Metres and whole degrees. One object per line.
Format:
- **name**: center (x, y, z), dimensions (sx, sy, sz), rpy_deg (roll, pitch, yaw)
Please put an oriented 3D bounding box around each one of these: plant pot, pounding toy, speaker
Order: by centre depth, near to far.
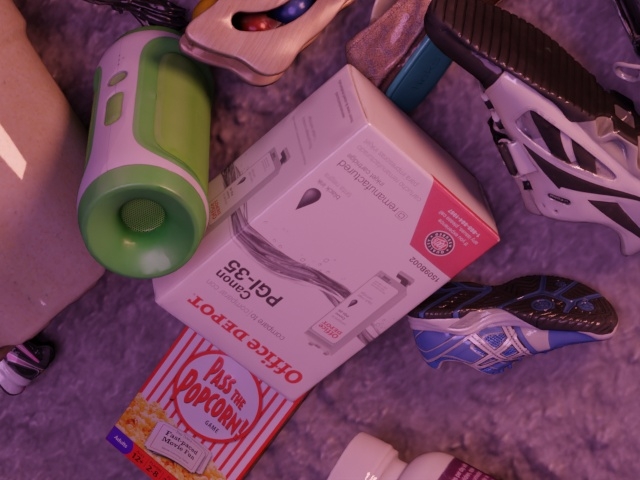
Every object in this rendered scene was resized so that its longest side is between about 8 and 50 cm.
- **pounding toy**: center (-0.027, -0.281, 1.708), dimensions (0.154, 0.155, 0.269), rpy_deg (44, 80, -4)
- **speaker**: center (-0.167, -0.092, 1.716), dimensions (0.131, 0.296, 0.131), rpy_deg (-1, 125, -1)
- **plant pot**: center (-0.353, -0.055, 1.803), dimensions (0.334, 0.334, 0.305), rpy_deg (-37, 98, 19)

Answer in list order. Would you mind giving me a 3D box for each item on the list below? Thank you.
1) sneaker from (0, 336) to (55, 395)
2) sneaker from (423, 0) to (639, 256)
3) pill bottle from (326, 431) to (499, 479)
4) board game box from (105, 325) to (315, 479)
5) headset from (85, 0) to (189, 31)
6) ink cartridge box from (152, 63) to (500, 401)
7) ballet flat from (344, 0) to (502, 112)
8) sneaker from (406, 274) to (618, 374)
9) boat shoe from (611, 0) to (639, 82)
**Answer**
- **sneaker**: center (-0.353, 0.076, 1.938), dimensions (0.077, 0.072, 0.178), rpy_deg (-34, 95, 7)
- **sneaker**: center (0.211, -0.096, 1.674), dimensions (0.330, 0.122, 0.146), rpy_deg (36, 122, -9)
- **pill bottle**: center (0.143, 0.314, 1.757), dimensions (0.301, 0.169, 0.169), rpy_deg (28, 105, 11)
- **board game box**: center (-0.117, 0.182, 1.882), dimensions (0.147, 0.045, 0.193), rpy_deg (38, 107, 8)
- **headset**: center (-0.138, -0.387, 1.725), dimensions (0.185, 0.243, 0.394), rpy_deg (28, 121, -9)
- **ink cartridge box**: center (0.000, 0.000, 1.736), dimensions (0.283, 0.117, 0.207), rpy_deg (-40, 122, 18)
- **ballet flat**: center (0.134, -0.265, 1.714), dimensions (0.316, 0.107, 0.106), rpy_deg (-45, 58, 16)
- **sneaker**: center (0.193, 0.087, 1.766), dimensions (0.211, 0.080, 0.081), rpy_deg (1, 120, 18)
- **boat shoe**: center (0.334, -0.184, 1.635), dimensions (0.113, 0.105, 0.306), rpy_deg (-23, 90, 60)
